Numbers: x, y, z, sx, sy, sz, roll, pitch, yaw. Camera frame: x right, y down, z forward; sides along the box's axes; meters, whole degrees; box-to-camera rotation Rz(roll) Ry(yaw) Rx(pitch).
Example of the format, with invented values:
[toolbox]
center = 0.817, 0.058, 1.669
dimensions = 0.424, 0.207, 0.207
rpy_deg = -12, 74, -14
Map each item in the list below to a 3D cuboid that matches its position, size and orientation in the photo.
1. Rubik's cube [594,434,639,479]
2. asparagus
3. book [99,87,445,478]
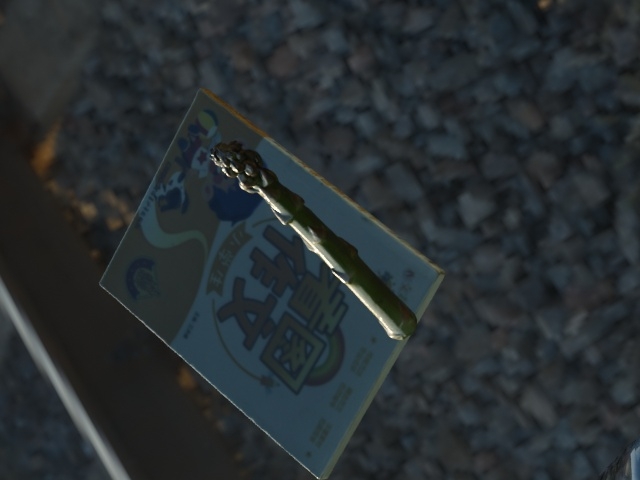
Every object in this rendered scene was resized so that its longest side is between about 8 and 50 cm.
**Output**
[Rubik's cube]
center = 0.250, 0.230, 0.685
dimensions = 0.301, 0.304, 0.305
rpy_deg = 95, 169, -73
[asparagus]
center = 0.000, 0.000, 1.086
dimensions = 0.025, 0.024, 0.248
rpy_deg = 20, 165, 36
[book]
center = -0.049, 0.032, 1.578
dimensions = 0.295, 0.020, 0.208
rpy_deg = 38, 108, 30
